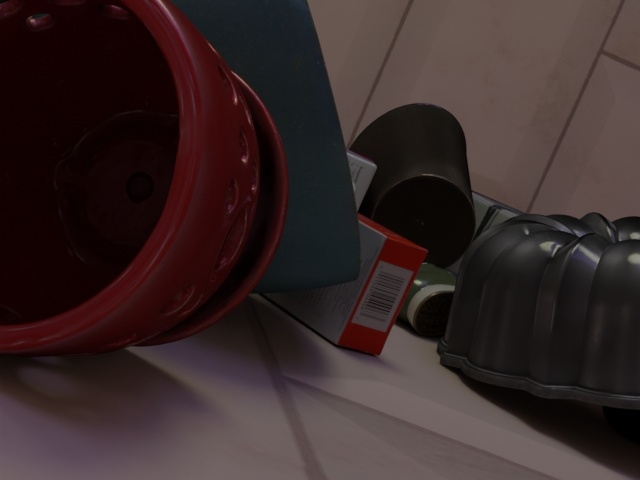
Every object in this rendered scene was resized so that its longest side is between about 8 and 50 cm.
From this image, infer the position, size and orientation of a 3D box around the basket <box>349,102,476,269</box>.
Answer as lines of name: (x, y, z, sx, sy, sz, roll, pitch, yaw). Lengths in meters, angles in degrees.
basket: (0.116, -0.056, 1.711, 0.154, 0.204, 0.227, 34, 13, -14)

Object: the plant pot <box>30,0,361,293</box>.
plant pot: (-0.107, -0.086, 0.938, 0.195, 0.290, 0.290, -16, 14, -7)

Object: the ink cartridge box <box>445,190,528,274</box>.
ink cartridge box: (0.276, 0.028, 1.814, 0.197, 0.114, 0.273, 21, 6, -28)

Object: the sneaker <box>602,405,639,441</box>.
sneaker: (0.352, 0.164, 1.149, 0.234, 0.084, 0.097, 28, 7, 34)

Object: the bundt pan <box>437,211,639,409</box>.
bundt pan: (0.266, 0.047, 1.153, 0.330, 0.124, 0.331, 3, 7, 0)

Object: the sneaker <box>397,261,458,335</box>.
sneaker: (0.122, 0.053, 1.308, 0.086, 0.064, 0.192, 35, 15, 36)

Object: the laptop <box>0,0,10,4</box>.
laptop: (-0.374, -0.277, 0.983, 0.382, 0.408, 0.236, -1, -40, 33)

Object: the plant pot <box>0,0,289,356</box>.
plant pot: (-0.119, -0.034, 0.689, 0.191, 0.191, 0.174, 25, 0, 16)

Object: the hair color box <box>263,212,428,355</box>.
hair color box: (0.000, 0.015, 1.086, 0.053, 0.093, 0.167, 19, 9, -43)

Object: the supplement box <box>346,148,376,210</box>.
supplement box: (-0.055, -0.086, 1.599, 0.220, 0.114, 0.111, 22, 6, -3)

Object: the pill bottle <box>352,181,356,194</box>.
pill bottle: (-0.048, -0.055, 1.488, 0.160, 0.087, 0.087, 24, 7, -3)
